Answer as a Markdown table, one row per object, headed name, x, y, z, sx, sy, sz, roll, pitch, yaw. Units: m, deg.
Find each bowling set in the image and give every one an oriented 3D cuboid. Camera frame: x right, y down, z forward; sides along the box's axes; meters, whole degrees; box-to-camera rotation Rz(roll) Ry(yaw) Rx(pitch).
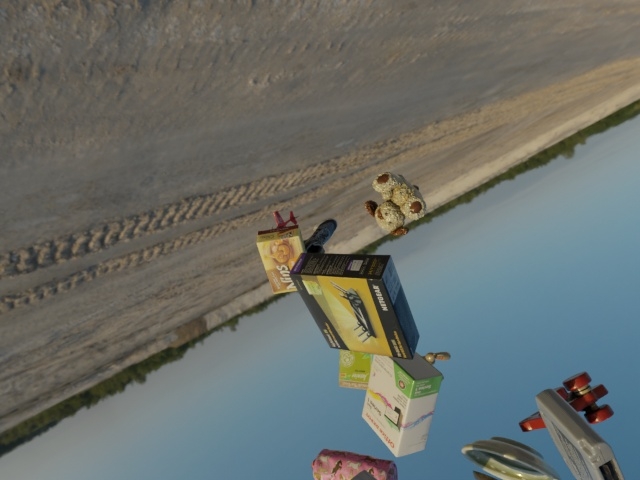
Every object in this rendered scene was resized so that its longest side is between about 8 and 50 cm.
| name | x | y | z | sx | sy | sz | roll | pitch | yaw |
| --- | --- | --- | --- | --- | --- | --- | --- | --- | --- |
| bowling set | 0.469 | 0.620 | 2.089 | 0.154 | 0.199 | 0.287 | 7 | 153 | -28 |

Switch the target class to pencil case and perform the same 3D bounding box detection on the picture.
| name | x | y | z | sx | sy | sz | roll | pitch | yaw |
| --- | --- | --- | --- | --- | --- | --- | --- | --- | --- |
| pencil case | 0.163 | 1.074 | 2.095 | 0.386 | 0.167 | 0.160 | -6 | -172 | 29 |

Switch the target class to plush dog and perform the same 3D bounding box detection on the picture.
| name | x | y | z | sx | sy | sz | roll | pitch | yaw |
| --- | --- | --- | --- | --- | --- | --- | --- | --- | --- |
| plush dog | 0.326 | -0.146 | 1.979 | 0.225 | 0.262 | 0.211 | -54 | 162 | 23 |

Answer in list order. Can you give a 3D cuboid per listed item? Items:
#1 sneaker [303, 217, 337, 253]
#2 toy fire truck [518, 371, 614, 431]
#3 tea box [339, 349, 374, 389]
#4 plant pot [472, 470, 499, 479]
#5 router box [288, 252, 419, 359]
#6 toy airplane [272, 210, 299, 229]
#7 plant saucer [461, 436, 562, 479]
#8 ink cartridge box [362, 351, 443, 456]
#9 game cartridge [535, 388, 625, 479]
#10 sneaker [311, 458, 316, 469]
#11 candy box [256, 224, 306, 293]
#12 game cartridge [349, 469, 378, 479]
| name | x | y | z | sx | sy | sz | roll | pitch | yaw |
| --- | --- | --- | --- | --- | --- | --- | --- | --- | --- |
| sneaker | 0.000 | 0.000 | 2.204 | 0.268 | 0.101 | 0.153 | -43 | -159 | -10 |
| toy fire truck | 0.938 | 0.643 | 1.757 | 0.302 | 0.169 | 0.254 | -21 | 160 | -19 |
| tea box | 0.295 | 0.640 | 2.481 | 0.329 | 0.323 | 0.220 | -7 | 167 | 34 |
| plant pot | 0.724 | 0.989 | 1.824 | 0.236 | 0.236 | 0.032 | 140 | -27 | -75 |
| router box | 0.091 | 0.165 | 1.137 | 0.243 | 0.308 | 0.081 | 0 | -136 | 31 |
| toy airplane | -0.157 | -0.079 | 2.038 | 0.151 | 0.151 | 0.028 | -26 | -160 | -28 |
| plant saucer | 0.787 | 0.895 | 1.855 | 0.400 | 0.400 | 0.100 | -33 | -156 | 59 |
| ink cartridge box | 0.247 | 0.487 | 1.419 | 0.117 | 0.278 | 0.201 | -2 | -160 | -28 |
| game cartridge | 0.583 | 0.474 | 1.007 | 0.062 | 0.297 | 0.198 | -30 | -159 | 5 |
| sneaker | 0.074 | 1.121 | 2.312 | 0.314 | 0.136 | 0.116 | -13 | -167 | 40 |
| candy box | -0.150 | 0.088 | 1.990 | 0.183 | 0.316 | 0.087 | -9 | -139 | 5 |
| game cartridge | 0.135 | 0.925 | 1.562 | 0.196 | 0.060 | 0.294 | 26 | -155 | 38 |
